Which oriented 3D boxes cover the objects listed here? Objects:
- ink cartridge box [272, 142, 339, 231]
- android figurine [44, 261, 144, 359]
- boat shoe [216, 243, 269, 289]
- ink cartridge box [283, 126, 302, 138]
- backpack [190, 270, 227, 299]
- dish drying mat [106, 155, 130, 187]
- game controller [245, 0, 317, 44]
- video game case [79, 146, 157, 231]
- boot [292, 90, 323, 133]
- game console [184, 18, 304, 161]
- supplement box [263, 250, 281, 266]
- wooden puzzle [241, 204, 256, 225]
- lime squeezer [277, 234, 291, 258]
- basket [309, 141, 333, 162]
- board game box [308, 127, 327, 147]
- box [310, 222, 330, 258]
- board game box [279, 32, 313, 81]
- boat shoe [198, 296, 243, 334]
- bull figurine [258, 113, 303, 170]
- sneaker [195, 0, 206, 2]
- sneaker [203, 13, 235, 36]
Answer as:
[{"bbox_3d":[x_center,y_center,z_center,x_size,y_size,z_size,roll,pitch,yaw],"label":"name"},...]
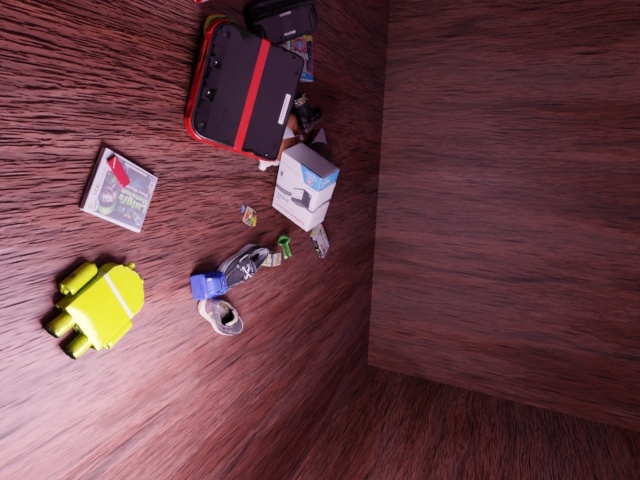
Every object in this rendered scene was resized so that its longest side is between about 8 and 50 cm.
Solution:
[{"bbox_3d":[-0.072,-0.227,1.775,0.129,0.223,0.307,-38,156,-40],"label":"ink cartridge box"},{"bbox_3d":[-0.577,0.170,1.081,0.272,0.056,0.248,-58,147,-43],"label":"android figurine"},{"bbox_3d":[-0.306,0.110,1.630,0.301,0.102,0.108,-46,138,-54],"label":"boat shoe"},{"bbox_3d":[-0.200,-0.437,1.604,0.232,0.189,0.066,-42,139,-57],"label":"ink cartridge box"},{"bbox_3d":[-0.384,0.160,1.449,0.120,0.101,0.097,-6,91,-64],"label":"backpack"},{"bbox_3d":[-0.533,-0.181,1.081,0.032,0.008,0.083,-61,148,-42],"label":"dish drying mat"},{"bbox_3d":[-0.144,-0.875,1.608,0.319,0.067,0.166,-33,135,-25],"label":"game controller"},{"bbox_3d":[-0.541,-0.132,1.114,0.190,0.022,0.173,39,61,-63],"label":"video game case"},{"bbox_3d":[-0.064,-0.646,1.988,0.236,0.085,0.178,-60,146,-41],"label":"boot"},{"bbox_3d":[-0.249,-0.488,1.365,0.342,0.060,0.386,11,102,-37],"label":"game console"},{"bbox_3d":[-0.229,0.080,1.824,0.083,0.083,0.056,-13,108,-66],"label":"supplement box"},{"bbox_3d":[-0.295,-0.102,1.705,0.116,0.014,0.078,23,76,-66],"label":"wooden puzzle"},{"bbox_3d":[-0.172,0.026,1.928,0.310,0.059,0.109,180,-89,-89],"label":"lime squeezer"},{"bbox_3d":[-0.029,-0.356,1.958,0.204,0.154,0.226,79,25,-50],"label":"basket"},{"bbox_3d":[-0.037,-0.332,2.190,0.389,0.051,0.389,73,34,-45],"label":"board game box"},{"bbox_3d":[0.000,0.000,2.394,0.207,0.036,0.114,69,36,-48],"label":"box"},{"bbox_3d":[-0.120,-0.860,1.780,0.224,0.098,0.303,-32,126,-60],"label":"board game box"},{"bbox_3d":[-0.362,0.297,1.569,0.102,0.093,0.285,-67,151,-29],"label":"boat shoe"},{"bbox_3d":[-0.168,-0.414,1.799,0.188,0.101,0.310,63,46,-64],"label":"bull figurine"},{"bbox_3d":[-0.375,-0.826,1.212,0.221,0.087,0.128,73,32,-42],"label":"sneaker"},{"bbox_3d":[-0.306,-0.603,1.388,0.109,0.124,0.295,-59,148,-44],"label":"sneaker"}]
